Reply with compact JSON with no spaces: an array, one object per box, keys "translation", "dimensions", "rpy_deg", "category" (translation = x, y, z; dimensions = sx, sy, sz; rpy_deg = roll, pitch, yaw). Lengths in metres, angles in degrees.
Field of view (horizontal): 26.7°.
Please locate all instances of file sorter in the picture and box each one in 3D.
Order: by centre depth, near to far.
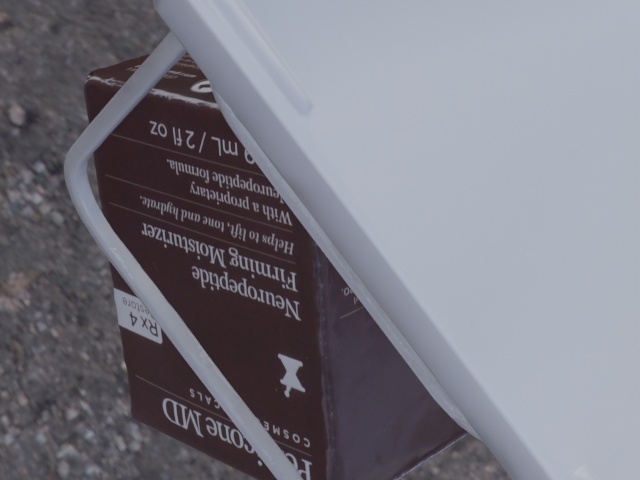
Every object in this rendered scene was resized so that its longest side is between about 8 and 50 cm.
[{"translation":[0.087,-0.045,0.441],"dimensions":[0.278,0.173,0.193],"rpy_deg":[-39,95,-26],"category":"file sorter"}]

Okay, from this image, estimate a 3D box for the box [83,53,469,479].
[{"translation":[0.000,0.000,0.716],"dimensions":[0.167,0.168,0.203],"rpy_deg":[-24,119,-40],"category":"box"}]
